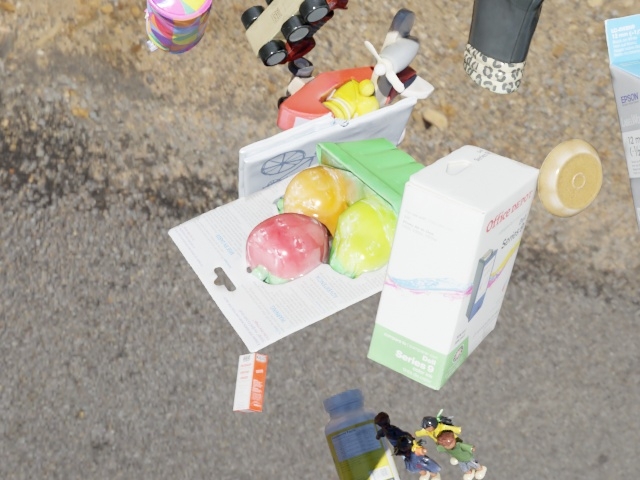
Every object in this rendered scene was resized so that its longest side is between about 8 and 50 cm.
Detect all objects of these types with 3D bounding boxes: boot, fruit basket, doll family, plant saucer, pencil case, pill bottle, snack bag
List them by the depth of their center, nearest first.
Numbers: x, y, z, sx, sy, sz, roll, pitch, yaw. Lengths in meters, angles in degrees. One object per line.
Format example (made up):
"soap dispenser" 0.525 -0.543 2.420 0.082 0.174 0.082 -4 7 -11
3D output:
"plant saucer" 0.264 -0.063 0.836 0.084 0.015 0.083 -6 107 -22
"boot" 0.204 -0.295 0.944 0.085 0.236 0.178 4 124 -10
"fruit basket" 0.000 0.000 1.140 0.353 0.327 0.165 -29 129 -14
"doll family" 0.156 0.306 1.217 0.193 0.076 0.111 -22 120 36
"pencil case" -0.220 -0.351 1.221 0.105 0.236 0.104 0 90 -14
"pill bottle" 0.067 0.360 1.422 0.103 0.184 0.103 -17 161 -6
"snack bag" 0.007 -0.156 1.509 0.343 0.037 0.323 -21 166 -11

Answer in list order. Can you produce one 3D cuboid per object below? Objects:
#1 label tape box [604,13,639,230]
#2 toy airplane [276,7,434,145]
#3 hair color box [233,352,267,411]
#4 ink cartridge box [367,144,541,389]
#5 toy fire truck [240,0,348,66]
"label tape box" 0.608 -0.203 1.263 0.249 0.115 0.347 -12 96 -7
"toy airplane" 0.122 -0.318 1.886 0.384 0.272 0.386 -40 151 8
"hair color box" -0.176 0.358 2.025 0.043 0.141 0.072 20 156 -36
"ink cartridge box" 0.139 0.024 0.847 0.154 0.093 0.212 -31 137 -50
"toy fire truck" -0.020 -0.484 1.692 0.246 0.158 0.217 -12 160 -48
